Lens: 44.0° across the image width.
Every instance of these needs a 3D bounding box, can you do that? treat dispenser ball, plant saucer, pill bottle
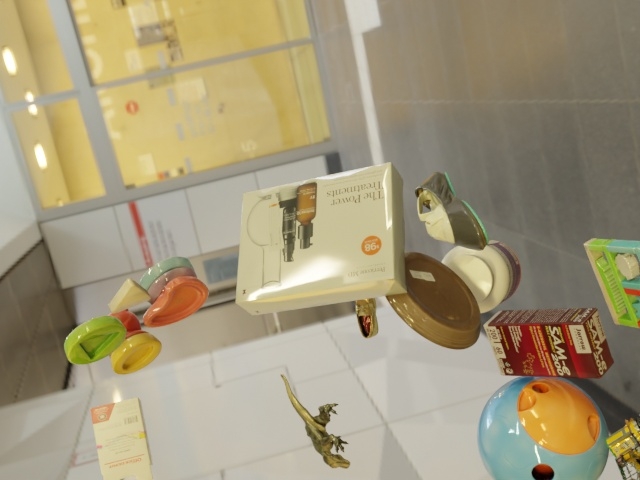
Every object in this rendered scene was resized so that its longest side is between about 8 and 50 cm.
[{"bbox_3d":[0.499,0.446,1.786,0.288,0.288,0.288,166,90,-83],"label":"treat dispenser ball"},{"bbox_3d":[0.255,0.124,1.785,0.041,0.277,0.278,-53,39,33],"label":"plant saucer"},{"bbox_3d":[0.413,0.093,2.067,0.323,0.181,0.182,-5,-100,-67],"label":"pill bottle"}]

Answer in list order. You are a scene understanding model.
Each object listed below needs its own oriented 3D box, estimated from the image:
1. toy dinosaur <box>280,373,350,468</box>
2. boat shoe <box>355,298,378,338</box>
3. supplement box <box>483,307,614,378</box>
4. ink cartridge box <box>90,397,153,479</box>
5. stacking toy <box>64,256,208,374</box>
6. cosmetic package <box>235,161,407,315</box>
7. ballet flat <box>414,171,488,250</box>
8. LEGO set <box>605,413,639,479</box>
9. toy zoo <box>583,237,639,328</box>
[{"bbox_3d":[0.002,0.411,1.749,0.118,0.064,0.268,-16,107,52],"label":"toy dinosaur"},{"bbox_3d":[0.111,0.178,1.964,0.045,0.050,0.136,-23,-81,-62],"label":"boat shoe"},{"bbox_3d":[0.475,0.216,1.663,0.239,0.073,0.130,-9,107,47],"label":"supplement box"},{"bbox_3d":[-0.464,0.483,1.866,0.067,0.115,0.198,109,148,-70],"label":"ink cartridge box"},{"bbox_3d":[-0.421,0.144,1.726,0.130,0.309,0.279,52,-164,26],"label":"stacking toy"},{"bbox_3d":[0.000,0.000,1.779,0.097,0.377,0.285,43,-138,-56],"label":"cosmetic package"},{"bbox_3d":[0.180,-0.036,1.144,0.203,0.074,0.074,-107,6,-60],"label":"ballet flat"},{"bbox_3d":[0.680,0.445,1.426,0.255,0.192,0.331,44,-157,-9],"label":"LEGO set"},{"bbox_3d":[0.636,0.091,1.500,0.192,0.030,0.293,65,163,-12],"label":"toy zoo"}]
